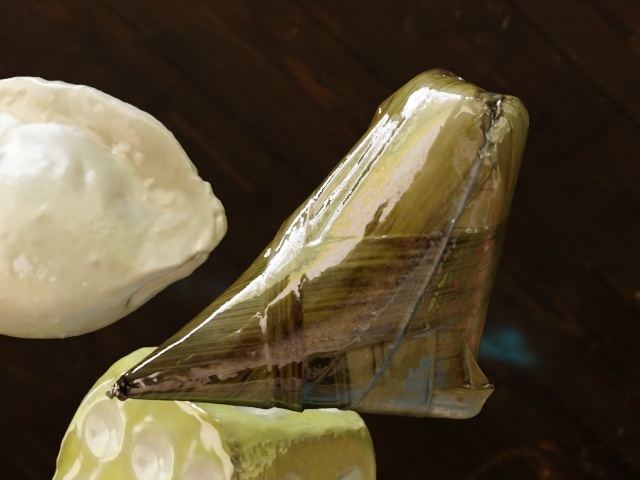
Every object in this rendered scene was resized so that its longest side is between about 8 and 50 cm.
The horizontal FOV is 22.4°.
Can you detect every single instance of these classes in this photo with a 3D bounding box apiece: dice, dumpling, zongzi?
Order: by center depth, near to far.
[{"bbox_3d":[-0.158,-0.020,0.932,0.111,0.181,0.155,164,-93,-76],"label":"dumpling"},{"bbox_3d":[0.000,0.000,0.982,0.242,0.112,0.221,4,-72,-23],"label":"zongzi"},{"bbox_3d":[-0.075,0.179,1.155,0.169,0.169,0.166,22,-80,35],"label":"dice"}]
